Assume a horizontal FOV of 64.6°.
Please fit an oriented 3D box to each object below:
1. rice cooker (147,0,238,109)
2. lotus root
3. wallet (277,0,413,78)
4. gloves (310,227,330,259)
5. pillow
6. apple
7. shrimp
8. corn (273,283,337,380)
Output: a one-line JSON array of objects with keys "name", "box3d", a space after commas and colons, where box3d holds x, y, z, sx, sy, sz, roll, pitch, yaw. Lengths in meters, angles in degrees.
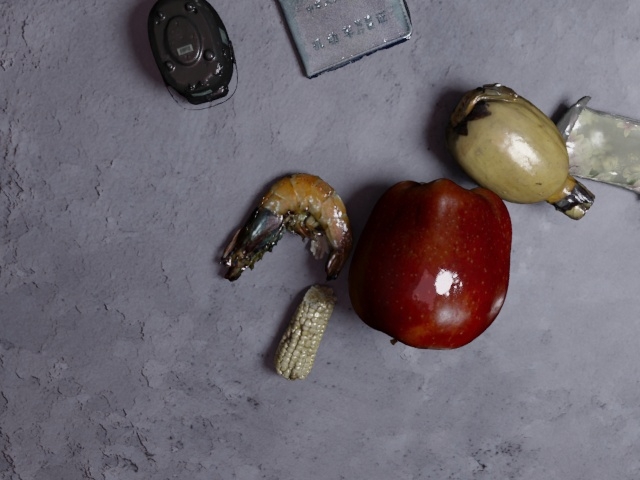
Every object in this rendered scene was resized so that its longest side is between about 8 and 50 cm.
[{"name": "rice cooker", "box3d": [-0.231, -0.342, 0.912, 0.142, 0.118, 0.202, -18, 99, 3]}, {"name": "lotus root", "box3d": [0.370, -0.151, 0.931, 0.310, 0.183, 0.182, 35, 100, -7]}, {"name": "wallet", "box3d": [0.048, -0.419, 0.940, 0.222, 0.036, 0.167, -20, 103, 4]}, {"name": "gloves", "box3d": [0.001, 0.000, 1.037, 0.044, 0.037, 0.080, 19, 106, 26]}, {"name": "pillow", "box3d": [0.570, -0.175, 0.995, 0.255, 0.059, 0.168, 15, 108, -5]}, {"name": "apple", "box3d": [0.204, 0.046, 0.930, 0.289, 0.288, 0.316, 13, 89, -4]}, {"name": "shrimp", "box3d": [-0.063, 0.013, 1.009, 0.290, 0.054, 0.222, -44, 84, 11]}, {"name": "corn", "box3d": [-0.033, 0.195, 1.059, 0.087, 0.087, 0.210, 21, 103, -6]}]
